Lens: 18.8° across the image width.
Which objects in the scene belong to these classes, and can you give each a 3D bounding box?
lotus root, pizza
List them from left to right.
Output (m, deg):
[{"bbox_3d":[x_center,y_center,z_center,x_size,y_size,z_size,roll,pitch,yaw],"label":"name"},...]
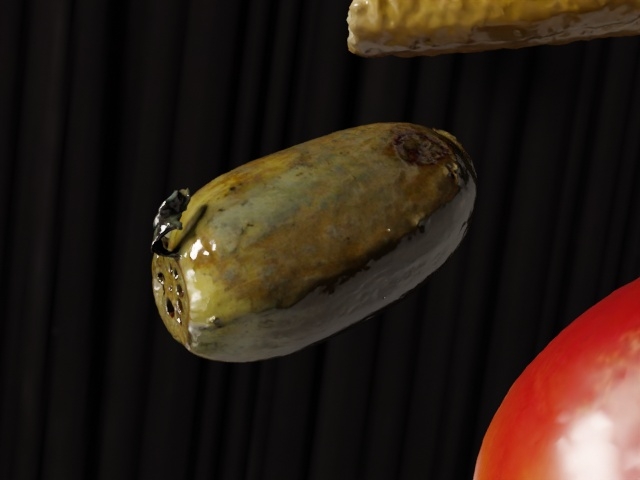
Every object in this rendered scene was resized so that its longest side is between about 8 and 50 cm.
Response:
[{"bbox_3d":[0.000,0.000,1.240,0.241,0.123,0.124,-21,-6,-25],"label":"lotus root"},{"bbox_3d":[0.074,-0.113,0.637,0.154,0.069,0.194,-9,23,-3],"label":"pizza"}]

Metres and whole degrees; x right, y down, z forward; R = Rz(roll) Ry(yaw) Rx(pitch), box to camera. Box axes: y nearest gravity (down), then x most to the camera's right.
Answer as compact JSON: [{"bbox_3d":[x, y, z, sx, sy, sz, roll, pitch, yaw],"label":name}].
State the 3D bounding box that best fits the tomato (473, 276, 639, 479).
[{"bbox_3d":[0.131,0.079,0.503,0.187,0.151,0.187,10,4,-1],"label":"tomato"}]
